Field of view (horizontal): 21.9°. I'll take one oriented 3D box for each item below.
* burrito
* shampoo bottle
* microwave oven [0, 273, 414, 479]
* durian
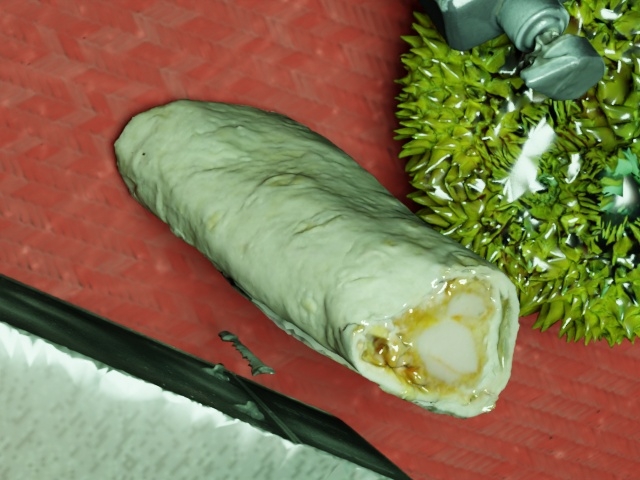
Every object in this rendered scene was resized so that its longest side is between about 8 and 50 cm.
[{"bbox_3d":[-0.003,0.000,1.075,0.143,0.299,0.105,7,112,-41],"label":"burrito"},{"bbox_3d":[0.089,-0.206,1.055,0.098,0.071,0.309,-26,58,-5],"label":"shampoo bottle"},{"bbox_3d":[-0.213,0.200,1.041,0.432,0.236,0.374,23,91,-14],"label":"microwave oven"},{"bbox_3d":[0.188,-0.064,1.122,0.291,0.224,0.291,-5,72,14],"label":"durian"}]
